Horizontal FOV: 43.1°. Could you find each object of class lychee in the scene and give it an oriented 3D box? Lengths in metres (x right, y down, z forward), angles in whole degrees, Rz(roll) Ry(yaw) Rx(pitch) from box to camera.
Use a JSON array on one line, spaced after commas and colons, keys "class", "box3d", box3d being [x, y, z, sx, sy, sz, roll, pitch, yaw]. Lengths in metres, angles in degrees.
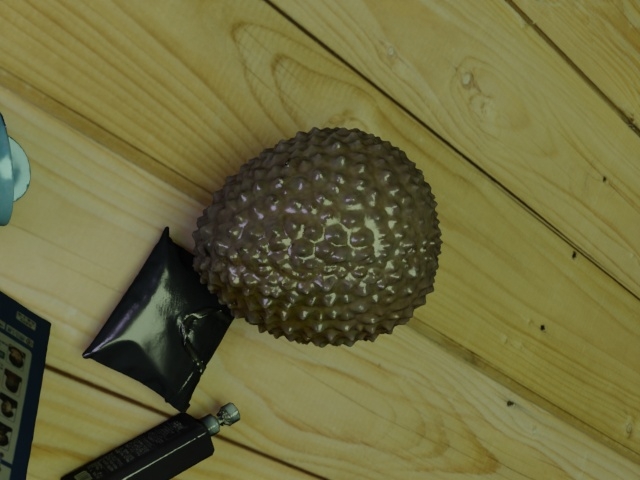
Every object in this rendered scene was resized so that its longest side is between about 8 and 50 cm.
[{"class": "lychee", "box3d": [0.000, 0.000, 1.339, 0.432, 0.380, 0.380, -17, 104, -34]}]

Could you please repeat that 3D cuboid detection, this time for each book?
[{"class": "book", "box3d": [-0.494, 0.177, 1.045, 0.039, 0.428, 0.300, -39, 122, 16]}]

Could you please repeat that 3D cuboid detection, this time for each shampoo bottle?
[{"class": "shampoo bottle", "box3d": [-0.273, 0.360, 1.369, 0.309, 0.098, 0.071, -26, 109, -28]}]

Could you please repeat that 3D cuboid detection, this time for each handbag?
[{"class": "handbag", "box3d": [-0.247, 0.138, 1.371, 0.211, 0.088, 0.254, 39, 70, -28]}]

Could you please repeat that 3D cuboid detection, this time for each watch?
[{"class": "watch", "box3d": [-0.494, -0.111, 1.118, 0.211, 0.193, 0.211, -5, 100, -34]}]
